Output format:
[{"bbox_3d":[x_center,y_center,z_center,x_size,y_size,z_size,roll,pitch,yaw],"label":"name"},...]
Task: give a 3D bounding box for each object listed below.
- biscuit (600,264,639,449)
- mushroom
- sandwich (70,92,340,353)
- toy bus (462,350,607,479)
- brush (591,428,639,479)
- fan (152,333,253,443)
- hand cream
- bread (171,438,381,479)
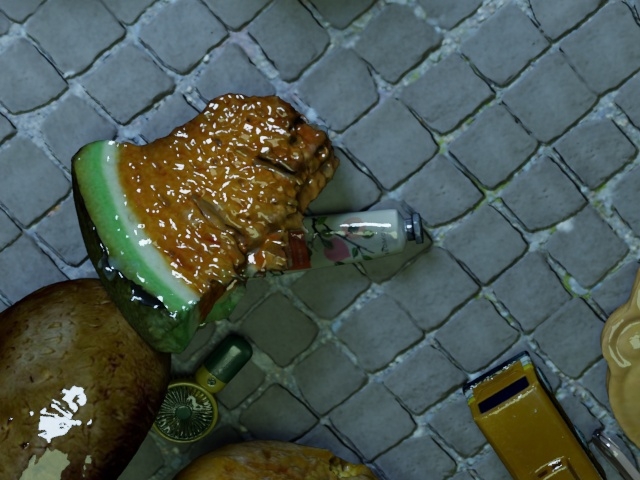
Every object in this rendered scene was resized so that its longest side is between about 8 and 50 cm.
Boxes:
[{"bbox_3d":[0.493,0.127,1.729,0.312,0.057,0.351,23,109,-11],"label":"biscuit"},{"bbox_3d":[-0.309,0.197,1.586,0.239,0.345,0.345,14,111,-24],"label":"mushroom"},{"bbox_3d":[-0.112,-0.035,1.593,0.301,0.250,0.162,-33,154,-11],"label":"sandwich"},{"bbox_3d":[0.263,0.245,1.735,0.098,0.114,0.201,-32,107,9],"label":"toy bus"},{"bbox_3d":[0.442,0.332,1.810,0.067,0.072,0.313,-44,104,-10],"label":"brush"},{"bbox_3d":[-0.138,0.172,1.736,0.082,0.039,0.155,40,103,-15],"label":"fan"},{"bbox_3d":[0.000,0.000,1.675,0.234,0.050,0.080,-8,115,8],"label":"hand cream"},{"bbox_3d":[-0.030,0.348,1.735,0.340,0.179,0.194,14,112,-10],"label":"bread"}]
